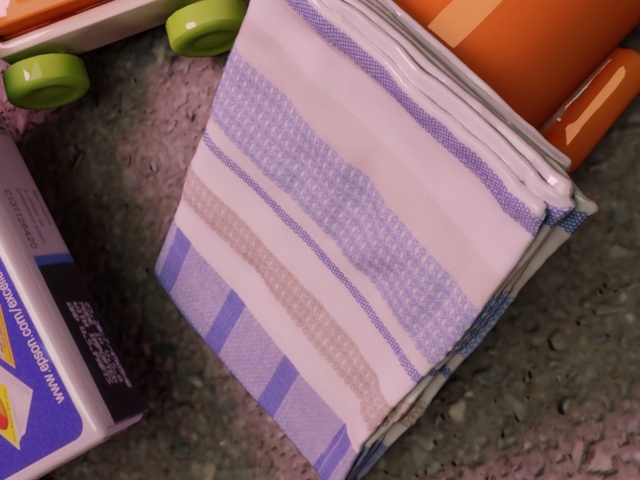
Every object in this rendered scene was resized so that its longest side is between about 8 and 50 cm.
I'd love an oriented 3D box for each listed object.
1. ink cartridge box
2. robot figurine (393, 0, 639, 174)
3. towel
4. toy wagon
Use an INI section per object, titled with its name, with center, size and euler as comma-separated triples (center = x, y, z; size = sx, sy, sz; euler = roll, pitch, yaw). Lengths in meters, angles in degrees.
[ink cartridge box]
center = -0.304, 0.049, 0.647
size = 0.307, 0.072, 0.303
euler = -30, 85, 20
[robot figurine]
center = 0.089, -0.122, 0.547
size = 0.219, 0.158, 0.128
euler = -48, 42, 13
[towel]
center = 0.000, 0.000, 0.548
size = 0.209, 0.034, 0.285
euler = 47, 137, 18
[toy wagon]
center = -0.197, -0.226, 0.679
size = 0.345, 0.068, 0.267
euler = -17, 80, 8
